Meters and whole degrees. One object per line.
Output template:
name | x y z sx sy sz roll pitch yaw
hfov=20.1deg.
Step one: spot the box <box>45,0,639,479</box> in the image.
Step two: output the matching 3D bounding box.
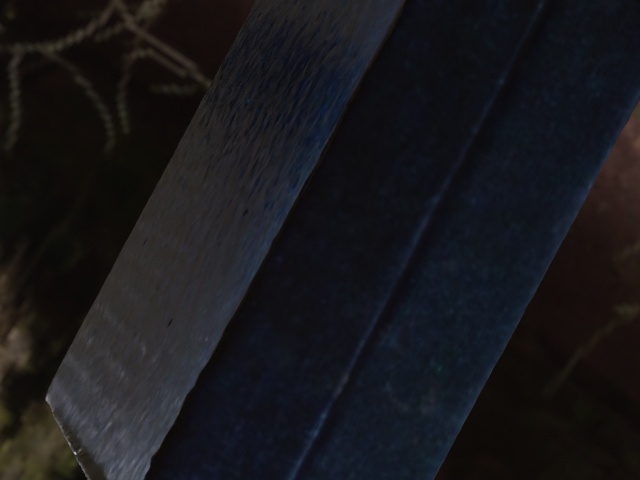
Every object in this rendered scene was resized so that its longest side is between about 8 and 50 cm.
box | 0.000 0.000 0.775 0.116 0.261 0.279 30 177 -13
